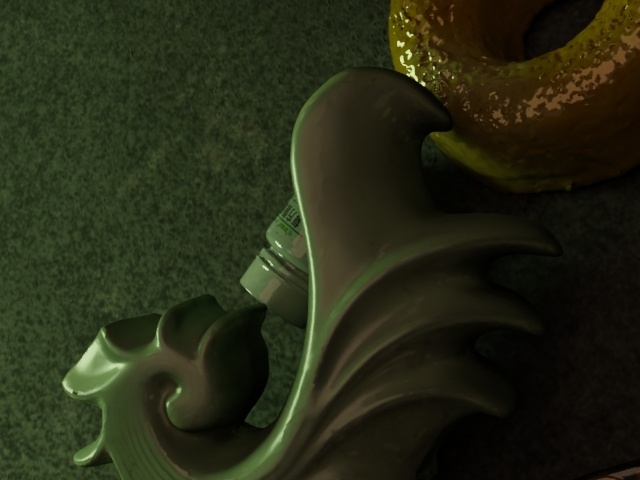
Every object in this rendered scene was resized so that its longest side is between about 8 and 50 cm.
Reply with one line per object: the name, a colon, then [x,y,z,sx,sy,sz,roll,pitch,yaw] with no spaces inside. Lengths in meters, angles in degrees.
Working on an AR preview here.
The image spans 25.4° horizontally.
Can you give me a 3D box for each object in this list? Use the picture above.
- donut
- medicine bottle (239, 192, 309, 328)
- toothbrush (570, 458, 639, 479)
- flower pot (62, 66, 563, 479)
donut: [0.176,-0.172,1.072,0.277,0.108,0.277,-8,72,25]
medicine bottle: [0.000,0.000,1.124,0.080,0.080,0.130,40,94,30]
toothbrush: [0.205,0.169,0.997,0.321,0.031,0.023,-18,102,22]
flower pot: [0.006,0.078,1.014,0.254,0.164,0.367,44,98,7]
